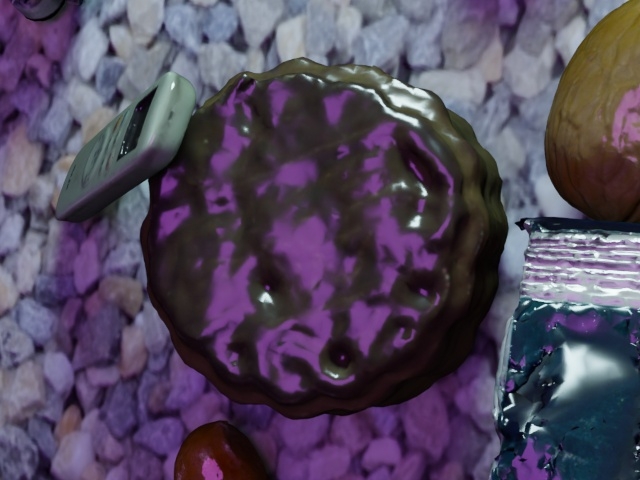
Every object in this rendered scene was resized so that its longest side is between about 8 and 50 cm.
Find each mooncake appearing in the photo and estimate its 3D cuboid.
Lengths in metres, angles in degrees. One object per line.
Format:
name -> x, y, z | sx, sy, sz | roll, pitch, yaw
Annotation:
mooncake -> 0.002, 0.000, 0.879 | 0.324, 0.187, 0.324 | -1, 88, 17

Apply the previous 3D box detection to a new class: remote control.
remote control -> -0.186, -0.075, 0.911 | 0.038, 0.309, 0.090 | 25, 71, -22

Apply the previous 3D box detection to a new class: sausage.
sausage -> -0.073, 0.307, 0.950 | 0.109, 0.109, 0.270 | -21, 85, 17

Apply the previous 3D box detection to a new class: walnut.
walnut -> 0.275, -0.103, 0.804 | 0.167, 0.167, 0.207 | 25, 99, 16

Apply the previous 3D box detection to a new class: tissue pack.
tissue pack -> 0.342, 0.135, 0.712 | 0.417, 0.264, 0.253 | 7, 71, 18

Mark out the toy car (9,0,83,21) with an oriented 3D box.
toy car -> -0.336, -0.338, 1.003 | 0.235, 0.172, 0.158 | 22, 82, 12
